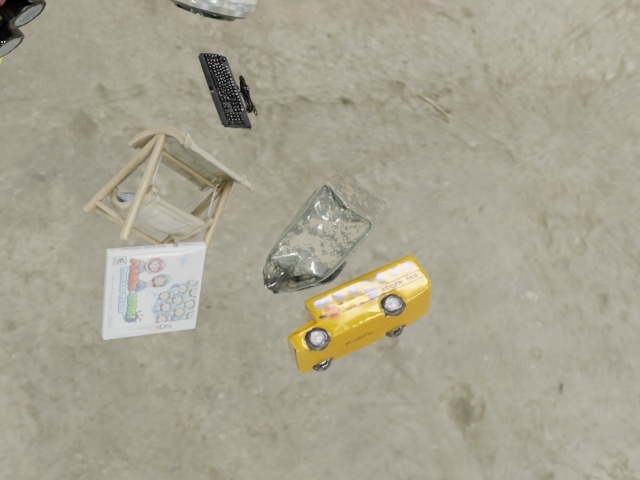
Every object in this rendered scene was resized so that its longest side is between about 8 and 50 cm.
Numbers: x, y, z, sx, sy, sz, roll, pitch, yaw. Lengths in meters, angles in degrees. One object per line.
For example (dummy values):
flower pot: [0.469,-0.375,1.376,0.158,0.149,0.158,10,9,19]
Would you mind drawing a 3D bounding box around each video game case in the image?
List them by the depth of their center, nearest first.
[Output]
video game case: [-0.247,0.074,1.194,0.019,0.143,0.157,54,140,47]

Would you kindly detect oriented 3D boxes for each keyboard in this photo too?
keyboard: [-0.188,-0.325,1.718,0.038,0.100,0.192,-39,64,43]

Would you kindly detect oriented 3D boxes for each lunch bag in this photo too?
lunch bag: [0.000,0.000,1.847,0.169,0.235,0.287,41,108,1]

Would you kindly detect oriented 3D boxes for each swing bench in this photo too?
swing bench: [-0.318,-0.094,1.747,0.165,0.253,0.254,31,87,38]

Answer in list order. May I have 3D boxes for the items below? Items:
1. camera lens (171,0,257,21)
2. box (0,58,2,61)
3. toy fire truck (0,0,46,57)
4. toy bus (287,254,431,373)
camera lens: [-0.229,-0.644,1.805,0.219,0.219,0.274,21,111,13]
box: [-0.676,-0.417,1.629,0.087,0.058,0.232,3,57,5]
toy fire truck: [-0.448,-0.265,0.968,0.217,0.246,0.158,-29,101,44]
toy bus: [0.081,0.160,1.752,0.333,0.108,0.130,-23,55,-12]
